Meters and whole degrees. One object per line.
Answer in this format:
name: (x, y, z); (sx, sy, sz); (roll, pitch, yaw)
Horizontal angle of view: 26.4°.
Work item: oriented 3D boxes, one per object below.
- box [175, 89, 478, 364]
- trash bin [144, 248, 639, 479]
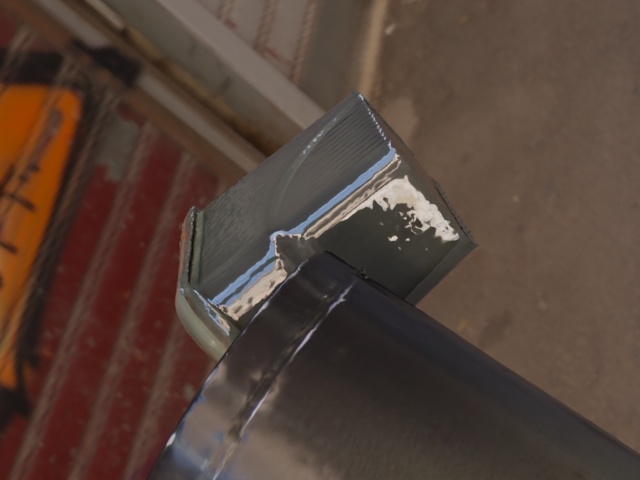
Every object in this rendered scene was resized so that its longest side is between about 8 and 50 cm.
box: (0.000, 0.000, 0.979); (0.178, 0.138, 0.274); (-41, 16, 7)
trash bin: (0.074, 0.166, 0.730); (0.252, 0.301, 0.203); (-45, -16, -52)
